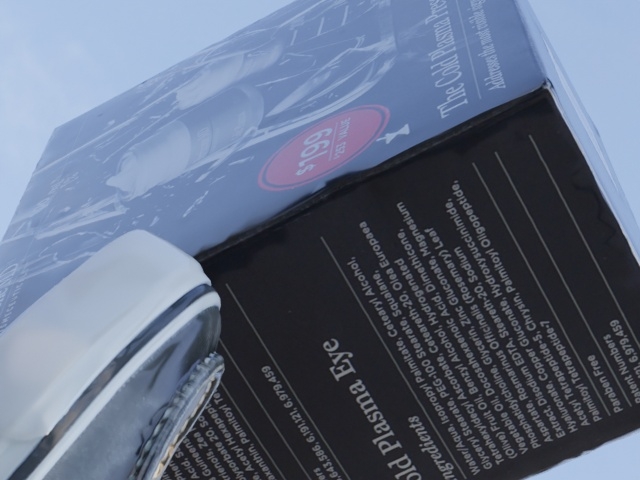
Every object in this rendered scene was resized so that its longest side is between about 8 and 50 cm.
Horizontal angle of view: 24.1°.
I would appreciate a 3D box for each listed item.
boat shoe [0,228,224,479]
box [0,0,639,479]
[{"bbox_3d":[-0.097,0.144,0.443,0.119,0.335,0.121,27,-34,5],"label":"boat shoe"},{"bbox_3d":[0.000,0.000,0.815,0.313,0.343,0.179,-27,-68,12],"label":"box"}]
